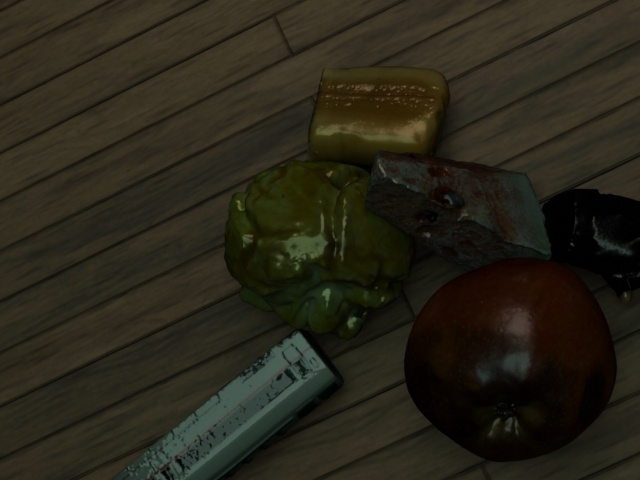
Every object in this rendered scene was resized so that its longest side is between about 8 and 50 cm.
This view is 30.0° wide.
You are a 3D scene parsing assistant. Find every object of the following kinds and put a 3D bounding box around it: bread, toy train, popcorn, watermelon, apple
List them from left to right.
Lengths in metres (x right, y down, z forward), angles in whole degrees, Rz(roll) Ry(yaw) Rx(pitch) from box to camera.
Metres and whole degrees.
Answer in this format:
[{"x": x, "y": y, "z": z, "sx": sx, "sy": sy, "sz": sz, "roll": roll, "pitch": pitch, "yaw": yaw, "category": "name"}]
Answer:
[{"x": -0.154, "y": 0.262, "z": 1.408, "sx": 0.407, "sy": 0.086, "sz": 0.088, "roll": -39, "pitch": 80, "yaw": 2, "category": "toy train"}, {"x": 0.000, "y": 0.000, "z": 1.377, "sx": 0.221, "sy": 0.184, "sz": 0.204, "roll": 12, "pitch": 44, "yaw": 9, "category": "popcorn"}, {"x": 0.069, "y": -0.144, "z": 1.439, "sx": 0.173, "sy": 0.085, "sz": 0.134, "roll": 6, "pitch": 59, "yaw": 13, "category": "bread"}, {"x": 0.145, "y": -0.049, "z": 1.334, "sx": 0.094, "sy": 0.241, "sz": 0.154, "roll": -37, "pitch": 47, "yaw": 46, "category": "watermelon"}, {"x": 0.201, "y": 0.135, "z": 1.279, "sx": 0.230, "sy": 0.230, "sz": 0.230, "roll": -2, "pitch": 78, "yaw": 11, "category": "apple"}]

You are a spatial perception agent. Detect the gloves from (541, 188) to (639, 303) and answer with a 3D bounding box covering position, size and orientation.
[{"x": 0.360, "y": 0.016, "z": 1.333, "sx": 0.203, "sy": 0.164, "sz": 0.124, "roll": 13, "pitch": 97, "yaw": -11, "category": "gloves"}]
